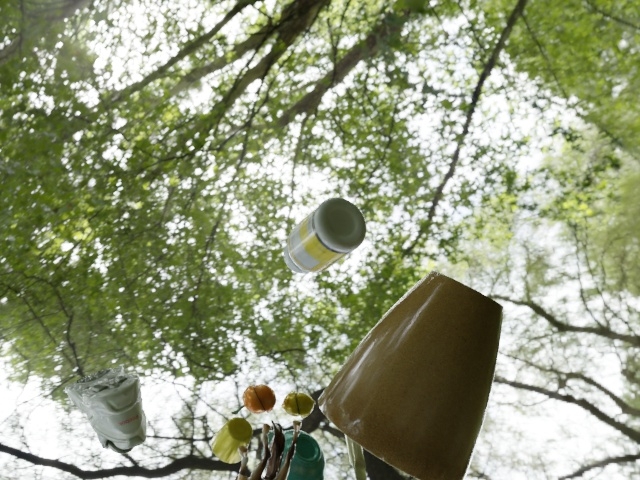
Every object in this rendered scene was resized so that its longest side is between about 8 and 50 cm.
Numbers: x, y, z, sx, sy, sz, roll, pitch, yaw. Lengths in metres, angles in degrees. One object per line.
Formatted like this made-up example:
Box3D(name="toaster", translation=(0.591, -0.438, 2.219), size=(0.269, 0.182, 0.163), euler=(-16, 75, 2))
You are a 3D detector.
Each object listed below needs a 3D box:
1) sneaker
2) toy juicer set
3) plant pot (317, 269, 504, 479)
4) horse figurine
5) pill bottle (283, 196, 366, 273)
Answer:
Box3D(name="sneaker", translation=(-0.310, 0.254, 0.848), size=(0.090, 0.232, 0.115), euler=(-17, -87, -27))
Box3D(name="toy juicer set", translation=(-0.038, 0.406, 1.141), size=(0.328, 0.090, 0.209), euler=(29, -151, -3))
Box3D(name="plant pot", translation=(0.159, 0.183, 0.848), size=(0.237, 0.237, 0.255), euler=(28, -90, -34))
Box3D(name="horse figurine", translation=(-0.093, 0.340, 0.770), size=(0.263, 0.066, 0.175), euler=(-17, -57, -72))
Box3D(name="pill bottle", translation=(0.000, 0.000, 1.072), size=(0.103, 0.184, 0.103), euler=(10, -114, -23))
